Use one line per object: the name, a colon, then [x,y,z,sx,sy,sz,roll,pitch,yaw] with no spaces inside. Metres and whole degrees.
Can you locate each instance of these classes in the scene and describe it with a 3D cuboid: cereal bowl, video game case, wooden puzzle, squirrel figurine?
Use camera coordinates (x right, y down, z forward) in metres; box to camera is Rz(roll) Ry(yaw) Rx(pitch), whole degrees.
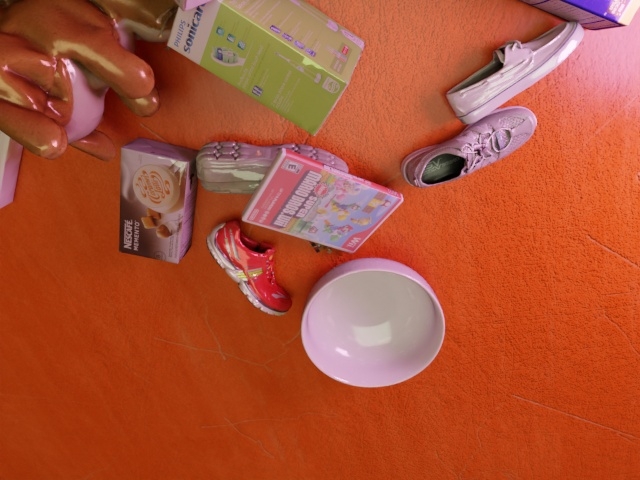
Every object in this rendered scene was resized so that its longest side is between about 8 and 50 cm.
cereal bowl: [0.122,0.183,1.063,0.339,0.141,0.338,1,117,2]
video game case: [0.002,-0.071,0.931,0.285,0.025,0.204,16,136,-25]
wooden puzzle: [0.000,0.000,1.053,0.049,0.006,0.083,-26,112,14]
squirrel figurine: [-0.431,-0.376,0.726,0.397,0.281,0.370,36,94,-5]

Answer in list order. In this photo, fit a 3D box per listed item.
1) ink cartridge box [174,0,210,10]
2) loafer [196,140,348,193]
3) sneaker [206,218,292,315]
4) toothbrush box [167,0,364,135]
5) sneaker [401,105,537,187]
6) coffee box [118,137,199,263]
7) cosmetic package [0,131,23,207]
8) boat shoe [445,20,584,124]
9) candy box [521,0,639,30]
ink cartridge box: [-0.116,-0.494,0.663,0.175,0.371,0.069,49,153,-1]
loafer: [-0.102,-0.143,0.941,0.320,0.112,0.111,5,135,-2]
sneaker: [-0.147,0.067,1.043,0.118,0.107,0.279,-36,112,8]
toothbrush box: [-0.081,-0.345,0.765,0.283,0.206,0.122,30,132,-13]
sneaker: [0.309,-0.173,0.894,0.281,0.115,0.105,-27,112,15]
coffee box: [-0.359,-0.086,0.975,0.141,0.098,0.246,13,116,-4]
cosmetic package: [-0.722,-0.195,0.960,0.099,0.060,0.239,27,114,-8]
boat shoe: [0.361,-0.331,0.827,0.258,0.095,0.084,-38,113,17]
candy box: [0.414,-0.535,0.709,0.317,0.122,0.268,17,114,-7]
